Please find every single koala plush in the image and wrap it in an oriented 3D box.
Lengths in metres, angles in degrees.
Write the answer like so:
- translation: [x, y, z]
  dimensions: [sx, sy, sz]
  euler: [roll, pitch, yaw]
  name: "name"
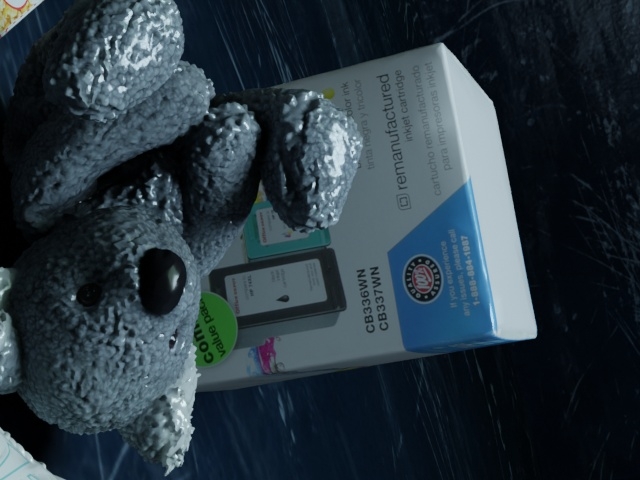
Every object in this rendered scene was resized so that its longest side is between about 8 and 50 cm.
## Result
- translation: [-0.115, 0.010, 0.582]
  dimensions: [0.196, 0.203, 0.221]
  euler: [27, 62, -35]
  name: "koala plush"

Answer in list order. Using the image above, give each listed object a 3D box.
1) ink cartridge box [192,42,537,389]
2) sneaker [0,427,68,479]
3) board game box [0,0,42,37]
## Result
- translation: [0.000, 0.000, 0.769]
  dimensions: [0.197, 0.270, 0.198]
  euler: [15, 64, -70]
  name: "ink cartridge box"
- translation: [-0.165, 0.122, 0.523]
  dimensions: [0.152, 0.054, 0.061]
  euler: [35, 43, -66]
  name: "sneaker"
- translation: [-0.224, -0.208, 0.571]
  dimensions: [0.146, 0.045, 0.193]
  euler: [-74, 148, -58]
  name: "board game box"
